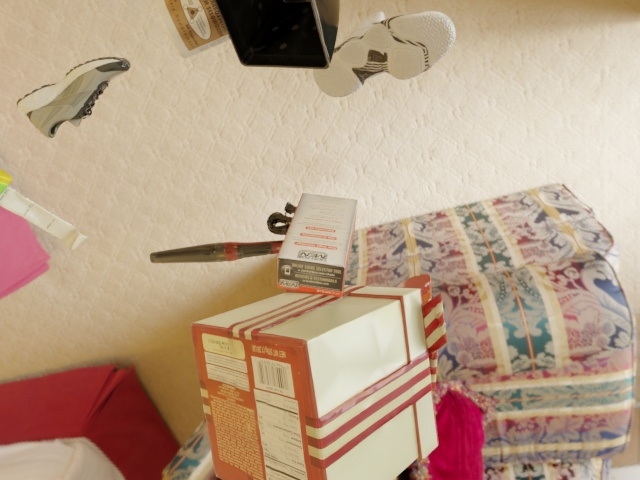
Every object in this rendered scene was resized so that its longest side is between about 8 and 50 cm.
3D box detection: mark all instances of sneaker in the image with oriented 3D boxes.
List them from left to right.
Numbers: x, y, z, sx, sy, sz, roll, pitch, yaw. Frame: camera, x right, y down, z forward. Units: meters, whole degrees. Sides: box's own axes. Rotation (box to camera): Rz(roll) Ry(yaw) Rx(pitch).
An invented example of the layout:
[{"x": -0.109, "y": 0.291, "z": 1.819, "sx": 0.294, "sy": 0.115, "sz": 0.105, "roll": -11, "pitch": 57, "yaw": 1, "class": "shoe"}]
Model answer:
[{"x": -0.547, "y": -0.334, "z": 1.147, "sx": 0.272, "sy": 0.100, "sz": 0.108, "roll": -29, "pitch": 106, "yaw": 5, "class": "sneaker"}, {"x": 0.162, "y": -0.469, "z": 1.177, "sx": 0.366, "sy": 0.210, "sz": 0.137, "roll": -7, "pitch": 129, "yaw": 42, "class": "sneaker"}]

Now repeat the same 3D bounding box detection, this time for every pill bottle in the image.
[{"x": -0.207, "y": -0.479, "z": 1.026, "sx": 0.229, "sy": 0.131, "sz": 0.131, "roll": -23, "pitch": 114, "yaw": 2, "class": "pill bottle"}]

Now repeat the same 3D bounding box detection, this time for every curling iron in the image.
[{"x": -0.132, "y": 0.004, "z": 0.737, "sx": 0.274, "sy": 0.068, "sz": 0.035, "roll": -13, "pitch": 156, "yaw": 19, "class": "curling iron"}]

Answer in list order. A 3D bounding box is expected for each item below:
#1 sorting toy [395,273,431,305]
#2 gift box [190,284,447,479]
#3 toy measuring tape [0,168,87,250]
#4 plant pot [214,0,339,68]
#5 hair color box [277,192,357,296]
[{"x": 0.198, "y": 0.235, "z": 1.552, "sx": 0.366, "sy": 0.127, "sz": 0.126, "roll": -27, "pitch": 102, "yaw": 17, "class": "sorting toy"}, {"x": 0.011, "y": 0.170, "z": 0.671, "sx": 0.255, "sy": 0.258, "sz": 0.276, "roll": 4, "pitch": 101, "yaw": 42, "class": "gift box"}, {"x": -0.523, "y": -0.071, "z": 0.783, "sx": 0.121, "sy": 0.121, "sz": 0.330, "roll": -36, "pitch": 124, "yaw": 19, "class": "toy measuring tape"}, {"x": -0.060, "y": -0.437, "z": 0.893, "sx": 0.188, "sy": 0.167, "sz": 0.188, "roll": 11, "pitch": 148, "yaw": 23, "class": "plant pot"}, {"x": 0.000, "y": 0.000, "z": 0.565, "sx": 0.072, "sy": 0.141, "sz": 0.043, "roll": 8, "pitch": 123, "yaw": 6, "class": "hair color box"}]
